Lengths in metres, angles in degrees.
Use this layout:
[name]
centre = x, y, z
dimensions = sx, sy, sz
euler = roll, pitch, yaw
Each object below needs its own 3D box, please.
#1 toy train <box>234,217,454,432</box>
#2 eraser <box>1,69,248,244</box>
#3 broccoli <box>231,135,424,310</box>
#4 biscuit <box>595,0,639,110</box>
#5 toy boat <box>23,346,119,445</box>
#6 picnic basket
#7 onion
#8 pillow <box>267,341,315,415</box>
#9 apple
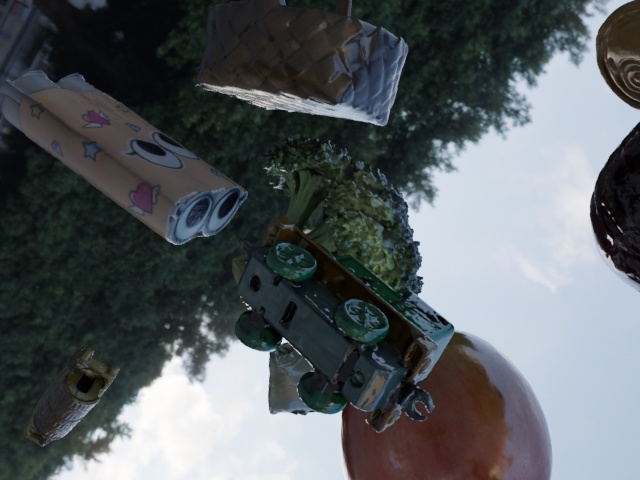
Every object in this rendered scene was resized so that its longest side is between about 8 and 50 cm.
[toy train]
centre = 0.019, 0.066, 0.595
dimensions = 0.228, 0.136, 0.091
euler = 40, -62, 31
[eraser]
centre = -0.254, -0.112, 0.906
dimensions = 0.087, 0.290, 0.171
euler = -60, 165, 18
[broccoli]
centre = 0.020, -0.011, 1.132
dimensions = 0.249, 0.302, 0.375
euler = -34, -101, 45
[biscuit]
centre = 0.535, -0.237, 1.029
dimensions = 0.044, 0.289, 0.202
euler = -46, -178, -25
[toy boat]
centre = -0.363, 0.231, 0.993
dimensions = 0.226, 0.068, 0.088
euler = -44, -162, 30
[picnic basket]
centre = -0.016, -0.368, 1.140
dimensions = 0.337, 0.293, 0.337
euler = 0, -90, 25
[onion]
centre = 0.520, -0.029, 0.917
dimensions = 0.282, 0.337, 0.260
euler = 56, -34, 34
[pillow]
centre = -0.041, 0.276, 1.429
dimensions = 0.078, 0.134, 0.181
euler = -122, -150, -53
[apple]
centre = 0.203, 0.322, 1.182
dimensions = 0.364, 0.364, 0.364
euler = -38, -143, 36
